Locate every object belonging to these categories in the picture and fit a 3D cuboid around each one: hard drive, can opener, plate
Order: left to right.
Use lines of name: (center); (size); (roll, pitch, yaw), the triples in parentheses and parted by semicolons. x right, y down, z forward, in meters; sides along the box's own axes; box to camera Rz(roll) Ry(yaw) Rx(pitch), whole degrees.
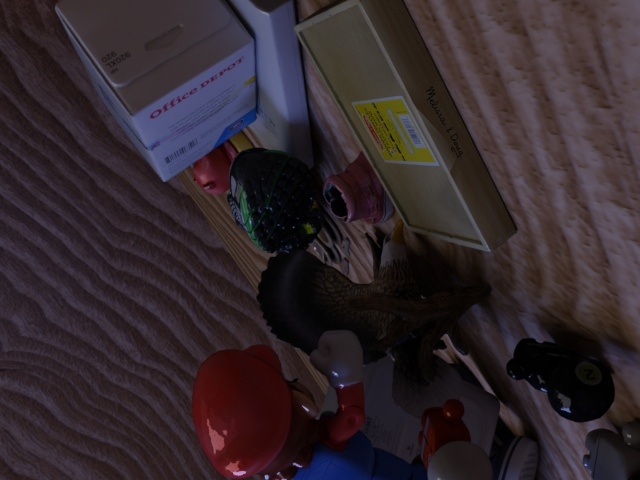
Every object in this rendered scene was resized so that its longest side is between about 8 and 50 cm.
hard drive: (-0.103, -0.260, 0.901); (0.233, 0.047, 0.353); (49, 167, 21)
plate: (0.122, 0.289, 0.892); (0.278, 0.277, 0.045); (28, 152, -14)
can opener: (0.247, 0.280, 1.054); (0.186, 0.059, 0.073); (54, 167, 0)

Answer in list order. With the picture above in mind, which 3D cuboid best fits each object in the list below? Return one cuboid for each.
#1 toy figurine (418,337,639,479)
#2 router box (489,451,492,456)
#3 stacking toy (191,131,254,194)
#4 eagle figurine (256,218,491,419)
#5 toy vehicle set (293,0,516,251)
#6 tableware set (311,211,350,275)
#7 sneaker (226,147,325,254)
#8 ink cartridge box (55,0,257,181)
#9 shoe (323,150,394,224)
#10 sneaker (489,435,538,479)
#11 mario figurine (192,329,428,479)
toy figurine: (0.220, 0.222, 0.644); (0.209, 0.213, 0.148); (55, -179, -4)
router box: (0.402, 0.561, 1.193); (0.301, 0.082, 0.335); (33, 156, 58)
stacking toy: (-0.273, -0.228, 1.417); (0.279, 0.130, 0.309); (57, 167, -18)
eagle figurine: (0.078, 0.081, 0.865); (0.226, 0.225, 0.298); (42, 161, -19)
toy vehicle set: (0.079, -0.115, 0.653); (0.267, 0.035, 0.166); (58, 167, -20)
tableware set: (0.000, 0.000, 1.244); (0.128, 0.039, 0.194); (50, 167, 17)
sneaker: (-0.093, -0.055, 1.009); (0.146, 0.134, 0.343); (30, 169, 11)
ink cartridge box: (-0.198, -0.220, 0.850); (0.168, 0.171, 0.233); (52, 167, 7)
shoe: (0.046, -0.053, 0.834); (0.063, 0.081, 0.178); (49, 167, 18)
sneaker: (0.248, 0.428, 1.030); (0.127, 0.126, 0.321); (21, 119, 32)
mario figurine: (-0.003, 0.212, 0.733); (0.320, 0.198, 0.170); (40, 159, -23)
